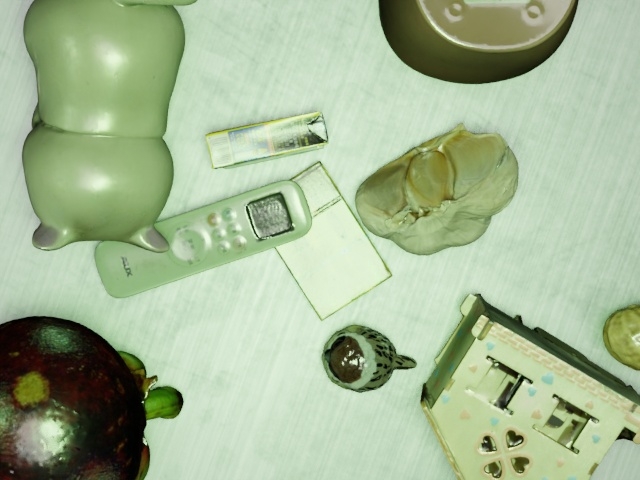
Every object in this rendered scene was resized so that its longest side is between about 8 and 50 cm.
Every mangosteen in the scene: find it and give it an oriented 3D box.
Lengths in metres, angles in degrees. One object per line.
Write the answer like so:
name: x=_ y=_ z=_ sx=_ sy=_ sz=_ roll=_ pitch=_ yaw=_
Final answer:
mangosteen: x=-0.335 y=0.253 z=1.851 sx=0.359 sy=0.306 sz=0.306 roll=4 pitch=92 yaw=-22

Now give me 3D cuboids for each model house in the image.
model house: x=0.286 y=0.256 z=1.939 sx=0.326 sy=0.169 sz=0.244 roll=30 pitch=98 yaw=-1

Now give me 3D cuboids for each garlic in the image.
garlic: x=0.166 y=-0.048 z=1.918 sx=0.229 sy=0.178 sz=0.143 roll=-11 pitch=125 yaw=17

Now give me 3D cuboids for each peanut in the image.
peanut: x=0.507 y=0.142 z=1.964 sx=0.226 sy=0.095 sz=0.108 roll=13 pitch=95 yaw=-3

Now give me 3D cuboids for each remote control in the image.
remote control: x=-0.162 y=-0.002 z=1.948 sx=0.309 sy=0.038 sz=0.090 roll=-18 pitch=94 yaw=7

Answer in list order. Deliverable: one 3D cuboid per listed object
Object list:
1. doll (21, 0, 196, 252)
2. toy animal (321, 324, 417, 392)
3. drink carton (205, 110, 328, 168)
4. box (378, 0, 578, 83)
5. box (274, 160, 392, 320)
doll: x=-0.291 y=-0.180 z=1.875 sx=0.215 sy=0.226 sz=0.370 roll=3 pitch=104 yaw=-32
toy animal: x=0.071 y=0.168 z=1.952 sx=0.137 sy=0.098 sz=0.098 roll=8 pitch=92 yaw=-2
drink carton: x=-0.073 y=-0.138 z=1.946 sx=0.166 sy=0.071 sz=0.056 roll=-11 pitch=96 yaw=-1
box: x=0.220 y=-0.363 z=1.878 sx=0.301 sy=0.216 sz=0.301 roll=0 pitch=90 yaw=-2
box: x=0.000 y=0.000 z=1.976 sx=0.121 sy=0.030 sz=0.193 roll=-33 pitch=94 yaw=-1
